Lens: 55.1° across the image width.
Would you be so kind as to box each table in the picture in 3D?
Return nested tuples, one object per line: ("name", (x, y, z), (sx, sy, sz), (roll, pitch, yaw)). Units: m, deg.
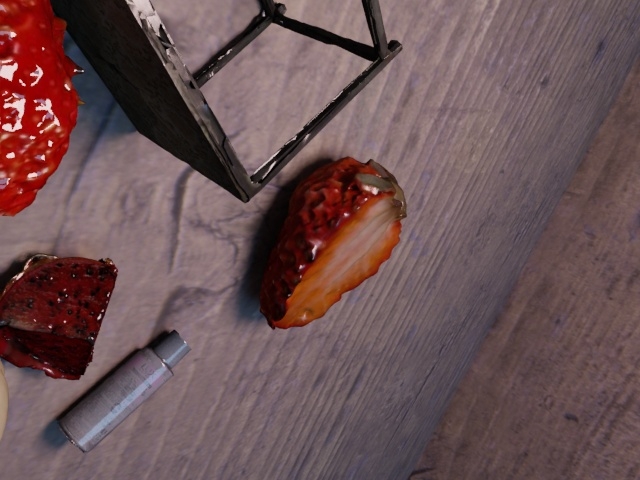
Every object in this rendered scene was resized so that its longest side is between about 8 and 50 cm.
("table", (-0.108, -0.273, 0.623), (0.272, 0.222, 0.335), (-47, 146, -16))

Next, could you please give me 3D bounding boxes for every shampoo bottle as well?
("shampoo bottle", (-0.292, 0.224, 0.938), (0.214, 0.072, 0.072), (-42, 144, -21))

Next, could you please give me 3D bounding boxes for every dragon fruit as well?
("dragon fruit", (-0.336, 0.097, 0.779), (0.161, 0.120, 0.127), (123, -20, -48))

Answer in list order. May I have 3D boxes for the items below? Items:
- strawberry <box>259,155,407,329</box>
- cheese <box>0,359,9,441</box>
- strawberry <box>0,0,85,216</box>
("strawberry", (0.000, 0.000, 1.074), (0.336, 0.149, 0.265), (-50, 154, 7))
("cheese", (-0.426, 0.209, 0.649), (0.117, 0.235, 0.218), (21, 140, -40))
("strawberry", (-0.327, -0.113, 0.447), (0.277, 0.257, 0.257), (-41, 146, -46))
